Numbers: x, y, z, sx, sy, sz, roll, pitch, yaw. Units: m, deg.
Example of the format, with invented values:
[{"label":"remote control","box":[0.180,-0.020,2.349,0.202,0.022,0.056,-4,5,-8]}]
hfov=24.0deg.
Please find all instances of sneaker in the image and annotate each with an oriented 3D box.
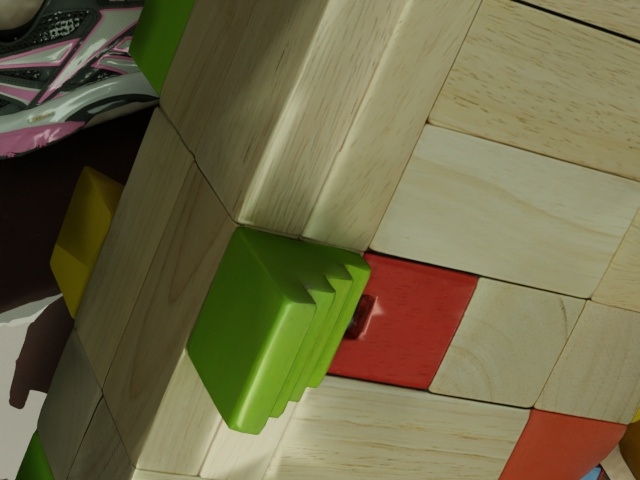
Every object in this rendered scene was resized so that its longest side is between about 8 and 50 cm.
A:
[{"label":"sneaker","box":[-0.101,-0.105,0.747,0.178,0.072,0.077,-24,106,-6]}]

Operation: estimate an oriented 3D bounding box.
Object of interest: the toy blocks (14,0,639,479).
[{"label":"toy blocks","box":[0.068,-0.004,0.575,0.261,0.191,0.381,12,113,-29]}]

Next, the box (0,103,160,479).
[{"label":"box","box":[0.000,0.000,0.749,0.381,0.191,0.143,-20,117,-3]}]

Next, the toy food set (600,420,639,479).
[{"label":"toy food set","box":[0.125,0.111,0.871,0.232,0.104,0.111,40,102,-25]}]
